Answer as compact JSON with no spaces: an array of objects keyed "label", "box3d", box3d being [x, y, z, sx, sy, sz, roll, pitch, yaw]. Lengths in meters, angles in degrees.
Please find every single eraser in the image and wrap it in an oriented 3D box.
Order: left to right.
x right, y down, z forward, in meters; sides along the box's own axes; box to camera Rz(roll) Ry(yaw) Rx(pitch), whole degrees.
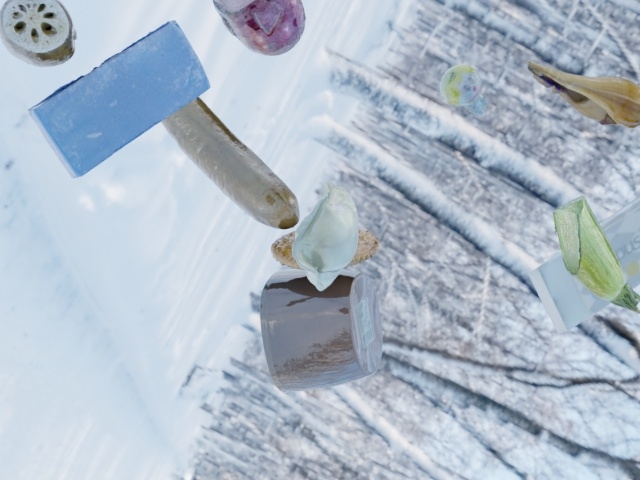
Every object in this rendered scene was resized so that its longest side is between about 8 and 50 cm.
[{"label":"eraser","box3d":[-0.344,-0.253,1.451,0.312,0.144,0.042,-40,-152,-23]},{"label":"eraser","box3d":[0.648,0.025,1.772,0.396,0.213,0.082,-32,-159,-7]}]

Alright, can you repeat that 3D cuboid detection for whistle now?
[{"label":"whistle","box3d":[0.428,-0.427,2.377,0.223,0.123,0.123,32,86,-47]}]

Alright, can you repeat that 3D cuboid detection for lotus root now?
[{"label":"lotus root","box3d":[-0.458,-0.342,1.339,0.081,0.122,0.112,-169,-107,-71]}]

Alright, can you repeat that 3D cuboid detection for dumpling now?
[{"label":"dumpling","box3d":[0.000,0.002,1.336,0.134,0.100,0.169,-16,139,-58]}]

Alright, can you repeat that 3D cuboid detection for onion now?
[{"label":"onion","box3d":[-0.143,-0.616,2.234,0.272,0.230,0.256,-17,-132,18]}]

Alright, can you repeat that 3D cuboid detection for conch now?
[{"label":"conch","box3d":[0.594,-0.318,1.756,0.093,0.330,0.109,-61,177,-10]}]

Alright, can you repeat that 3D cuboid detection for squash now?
[{"label":"squash","box3d":[0.420,0.036,1.266,0.075,0.200,0.090,-29,177,-27]}]

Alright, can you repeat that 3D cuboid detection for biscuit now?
[{"label":"biscuit","box3d":[0.010,0.011,1.860,0.254,0.254,0.035,-65,152,-68]}]

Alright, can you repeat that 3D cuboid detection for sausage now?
[{"label":"sausage","box3d":[-0.220,-0.191,1.960,0.123,0.501,0.136,-32,155,-29]}]

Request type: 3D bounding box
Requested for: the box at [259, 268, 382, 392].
[{"label":"box","box3d":[0.012,0.206,1.922,0.301,0.216,0.301,-5,90,-69]}]
